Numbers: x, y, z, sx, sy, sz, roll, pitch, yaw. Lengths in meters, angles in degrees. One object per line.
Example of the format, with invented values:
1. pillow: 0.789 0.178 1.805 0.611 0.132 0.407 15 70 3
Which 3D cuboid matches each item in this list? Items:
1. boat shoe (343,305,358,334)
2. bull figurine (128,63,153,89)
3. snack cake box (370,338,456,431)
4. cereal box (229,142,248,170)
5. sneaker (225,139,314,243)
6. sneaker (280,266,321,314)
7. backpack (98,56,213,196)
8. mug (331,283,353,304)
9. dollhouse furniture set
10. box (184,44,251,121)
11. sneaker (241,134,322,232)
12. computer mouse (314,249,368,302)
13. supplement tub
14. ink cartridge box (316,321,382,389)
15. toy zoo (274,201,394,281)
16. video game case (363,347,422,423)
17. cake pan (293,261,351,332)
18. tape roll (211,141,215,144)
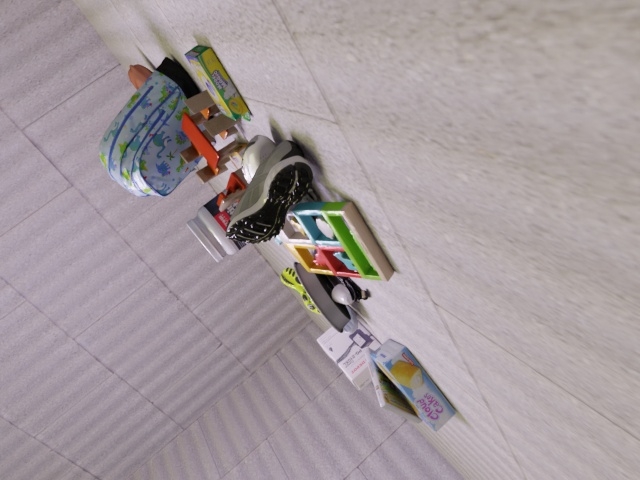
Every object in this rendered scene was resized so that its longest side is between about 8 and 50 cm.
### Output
1. boat shoe: 0.098 0.286 1.893 0.076 0.083 0.226 43 -173 -31
2. bull figurine: -0.605 -0.543 1.901 0.310 0.101 0.188 48 172 15
3. snack cake box: 0.282 0.440 1.551 0.264 0.089 0.152 52 169 -5
4. cereal box: -0.184 -0.178 1.491 0.240 0.047 0.173 55 167 -23
5. sneaker: -0.109 -0.089 1.028 0.100 0.271 0.108 17 -138 -34
6. sneaker: -0.053 0.222 2.295 0.295 0.109 0.123 42 -168 30
7. backpack: -0.482 -0.301 1.494 0.273 0.355 0.290 46 168 22
8. mug: 0.085 0.173 1.596 0.064 0.078 0.062 20 116 55
9. dollhouse furniture set: -0.282 -0.221 1.321 0.259 0.135 0.262 51 153 5
10. box: -0.224 -0.338 1.112 0.105 0.043 0.179 38 165 54
11. sneaker: -0.070 -0.118 1.129 0.129 0.111 0.297 20 155 38
12. computer mouse: 0.053 0.092 1.389 0.184 0.060 0.262 47 170 23
13. supplement tub: -0.287 -0.075 1.679 0.191 0.272 0.191 48 170 12
14. ink cartridge box: 0.128 0.418 1.909 0.237 0.172 0.100 42 167 41
15. toy zoo: 0.000 0.000 1.078 0.293 0.030 0.192 3 135 48
16. video game case: 0.238 0.476 1.647 0.227 0.026 0.206 37 -154 -39
17. cake pan: 0.012 0.181 1.723 0.293 0.054 0.293 55 -175 -8
18. tape roll: -0.531 -0.315 1.869 0.100 0.286 0.286 53 170 -11
